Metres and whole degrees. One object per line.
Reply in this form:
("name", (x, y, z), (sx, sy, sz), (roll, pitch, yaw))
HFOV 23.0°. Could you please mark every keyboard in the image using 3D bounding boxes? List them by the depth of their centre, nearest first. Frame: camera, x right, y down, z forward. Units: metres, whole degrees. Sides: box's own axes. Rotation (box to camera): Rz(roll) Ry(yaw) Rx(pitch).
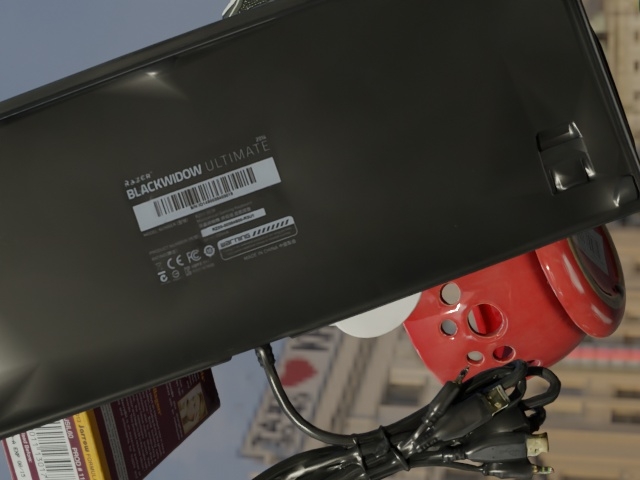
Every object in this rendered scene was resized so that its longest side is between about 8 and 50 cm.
("keyboard", (-0.029, 0.020, 0.597), (0.033, 0.317, 0.201), (23, -132, -86))

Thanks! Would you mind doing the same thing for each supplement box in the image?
("supplement box", (-0.159, 0.118, 1.190), (0.188, 0.081, 0.104), (-40, -59, -61))

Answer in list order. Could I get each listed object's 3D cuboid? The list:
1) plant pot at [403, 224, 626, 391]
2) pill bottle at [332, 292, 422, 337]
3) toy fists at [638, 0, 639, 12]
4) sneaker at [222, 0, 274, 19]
("plant pot", (0.181, 0.038, 1.478), (0.191, 0.174, 0.191), (41, -144, -40))
("pill bottle", (0.000, 0.000, 1.209), (0.193, 0.108, 0.108), (40, 142, 56))
("toy fists", (0.283, -0.243, 1.197), (0.279, 0.096, 0.142), (-104, 21, -46))
("sneaker", (-0.017, -0.229, 1.538), (0.072, 0.178, 0.077), (60, -169, -25))
